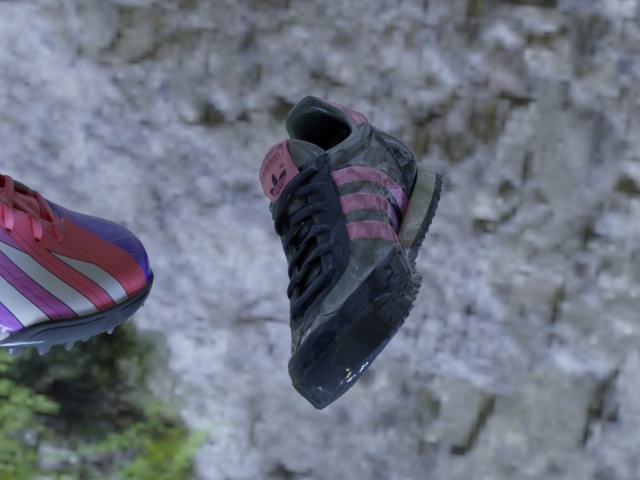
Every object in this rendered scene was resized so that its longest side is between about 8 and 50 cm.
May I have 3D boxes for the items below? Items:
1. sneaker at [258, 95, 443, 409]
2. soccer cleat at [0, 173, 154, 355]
[{"bbox_3d":[0.000,0.000,1.215,0.112,0.131,0.319,-46,-168,23],"label":"sneaker"},{"bbox_3d":[-0.205,-0.005,0.884,0.318,0.109,0.116,-2,107,-48],"label":"soccer cleat"}]
